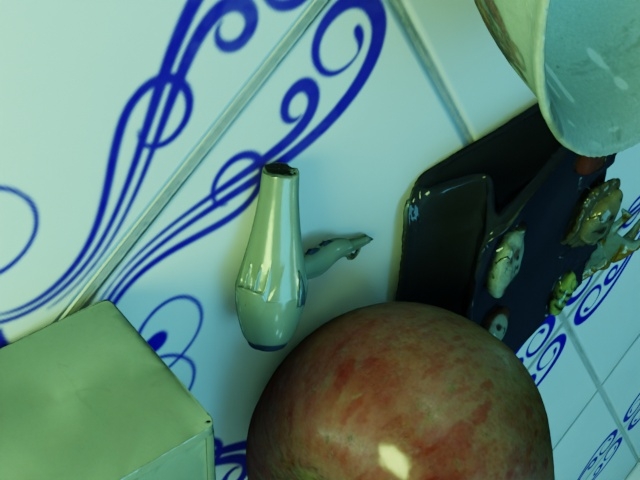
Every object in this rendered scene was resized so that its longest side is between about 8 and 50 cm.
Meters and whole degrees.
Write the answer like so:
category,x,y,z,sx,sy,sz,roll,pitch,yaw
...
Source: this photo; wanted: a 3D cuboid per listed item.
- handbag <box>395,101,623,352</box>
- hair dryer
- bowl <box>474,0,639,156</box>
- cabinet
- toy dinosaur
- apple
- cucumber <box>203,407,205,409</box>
category,x,y,z,sx,sy,sz,roll,pitch,yaw
handbag,0.233,0.002,1.075,0.329,0.122,0.303,-34,143,-32
hair dryer,-0.005,-0.012,0.818,0.199,0.067,0.167,-41,142,-40
bowl,0.231,-0.298,0.705,0.434,0.196,0.435,-34,143,-30
cabinet,-0.175,0.184,0.675,0.145,0.150,0.206,-27,140,-30
toy dinosaur,0.470,0.020,1.465,0.212,0.057,0.142,3,129,-52
apple,0.089,0.219,0.907,0.269,0.344,0.345,-26,139,-41
cucumber,-0.135,0.200,0.828,0.064,0.064,0.112,-9,127,-49
